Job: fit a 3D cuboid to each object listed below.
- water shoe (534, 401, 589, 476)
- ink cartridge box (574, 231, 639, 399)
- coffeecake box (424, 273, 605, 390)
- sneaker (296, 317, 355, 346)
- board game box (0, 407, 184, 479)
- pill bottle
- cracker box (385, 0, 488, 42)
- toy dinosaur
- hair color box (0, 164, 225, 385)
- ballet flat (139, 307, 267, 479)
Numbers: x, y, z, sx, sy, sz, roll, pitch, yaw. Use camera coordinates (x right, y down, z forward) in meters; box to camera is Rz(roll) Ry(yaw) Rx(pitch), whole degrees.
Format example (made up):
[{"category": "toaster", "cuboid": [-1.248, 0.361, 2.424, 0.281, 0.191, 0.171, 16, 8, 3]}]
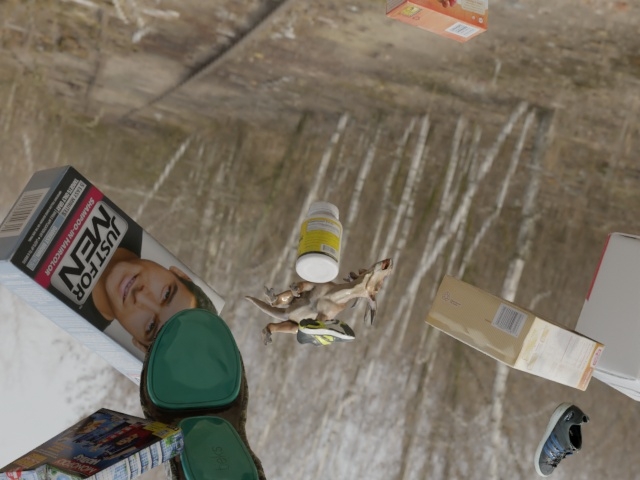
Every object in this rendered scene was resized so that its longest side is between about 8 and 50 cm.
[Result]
[{"category": "water shoe", "cuboid": [0.559, 0.475, 2.262, 0.073, 0.203, 0.080, -6, -152, -38]}, {"category": "ink cartridge box", "cuboid": [0.549, 0.143, 1.600, 0.131, 0.226, 0.306, 13, 171, 43]}, {"category": "coffeecake box", "cuboid": [0.244, 0.116, 1.216, 0.142, 0.068, 0.185, 26, -177, 43]}, {"category": "sneaker", "cuboid": [0.006, 0.125, 1.304, 0.083, 0.035, 0.031, 12, -147, -19]}, {"category": "board game box", "cuboid": [-0.300, 0.288, 1.235, 0.194, 0.060, 0.194, -23, -164, -40]}, {"category": "pill bottle", "cuboid": [0.000, 0.000, 1.470, 0.065, 0.116, 0.065, 5, 142, 4]}, {"category": "cracker box", "cuboid": [0.188, -0.447, 1.536, 0.156, 0.232, 0.067, 11, 164, -28]}, {"category": "toy dinosaur", "cuboid": [0.000, 0.126, 1.906, 0.296, 0.127, 0.200, -12, -179, 39]}, {"category": "hair color box", "cuboid": [-0.341, 0.070, 1.572, 0.114, 0.185, 0.374, -4, 141, 43]}, {"category": "ballet flat", "cuboid": [-0.176, 0.289, 1.399, 0.164, 0.182, 0.483, 2, -154, -15]}]
